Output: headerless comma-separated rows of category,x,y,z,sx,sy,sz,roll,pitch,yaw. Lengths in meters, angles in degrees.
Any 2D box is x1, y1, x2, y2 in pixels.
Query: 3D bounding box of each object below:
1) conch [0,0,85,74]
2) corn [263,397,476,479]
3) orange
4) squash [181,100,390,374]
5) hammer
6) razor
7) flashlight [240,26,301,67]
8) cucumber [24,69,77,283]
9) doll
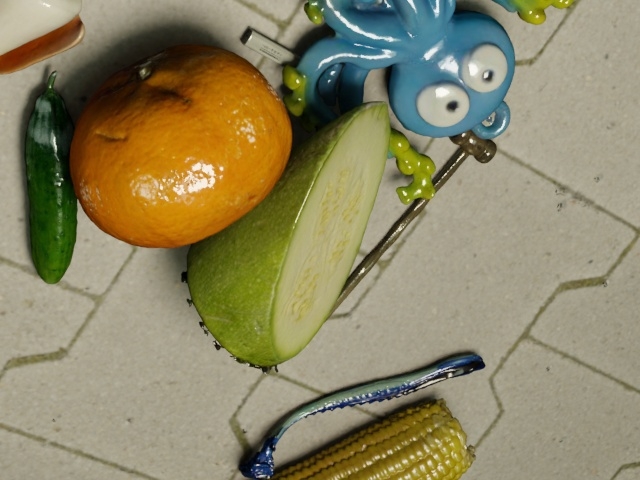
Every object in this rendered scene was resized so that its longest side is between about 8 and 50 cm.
conch,-0.289,-0.205,1.504,0.176,0.094,0.104,-50,164,16
corn,0.027,0.309,1.921,0.344,0.131,0.131,-27,126,-6
orange,-0.140,-0.094,1.555,0.224,0.224,0.170,-29,113,-5
squash,0.000,0.000,1.645,0.260,0.189,0.189,-33,131,31
hammer,0.088,-0.014,1.818,0.058,0.029,0.292,33,105,-32
razor,0.049,0.197,1.912,0.324,0.093,0.056,-24,90,-12
flashlight,-0.044,-0.195,1.655,0.083,0.018,0.018,26,107,-32
cucumber,-0.274,-0.056,1.621,0.056,0.056,0.250,-8,122,-18
doll,0.114,-0.225,1.649,0.346,0.099,0.341,-44,129,2
